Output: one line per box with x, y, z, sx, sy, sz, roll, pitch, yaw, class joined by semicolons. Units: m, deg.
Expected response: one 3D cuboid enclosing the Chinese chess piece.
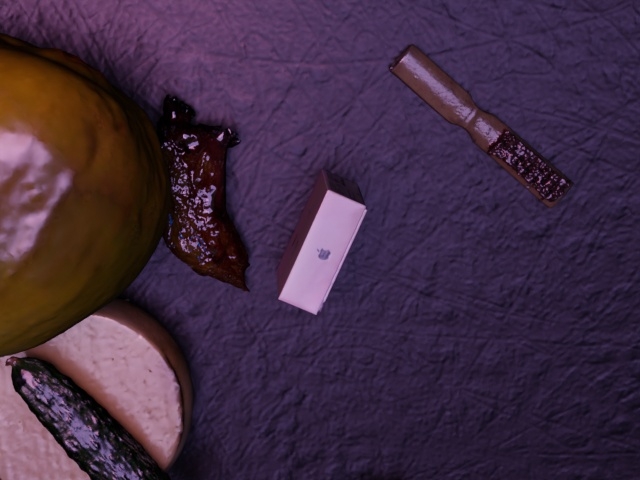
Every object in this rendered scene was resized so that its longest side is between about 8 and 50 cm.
-0.268;0.181;1.588;0.250;0.097;0.251;-1;102;-3;Chinese chess piece

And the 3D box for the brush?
0.182;-0.126;1.570;0.248;0.036;0.043;40;94;-10;brush

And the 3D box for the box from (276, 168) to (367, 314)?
0.000;0.000;1.541;0.051;0.130;0.129;24;100;-7;box

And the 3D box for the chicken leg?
-0.135;-0.049;1.561;0.105;0.063;0.234;-4;105;3;chicken leg

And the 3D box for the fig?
-0.328;-0.038;1.420;0.343;0.343;0.343;-1;102;-2;fig

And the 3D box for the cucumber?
-0.231;0.228;1.517;0.067;0.067;0.293;-41;99;6;cucumber
